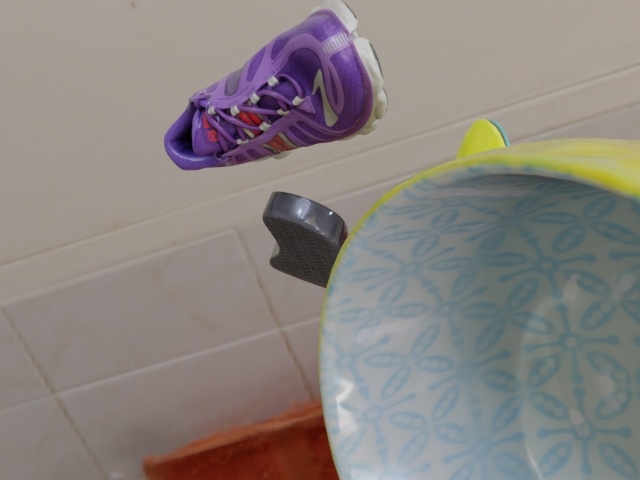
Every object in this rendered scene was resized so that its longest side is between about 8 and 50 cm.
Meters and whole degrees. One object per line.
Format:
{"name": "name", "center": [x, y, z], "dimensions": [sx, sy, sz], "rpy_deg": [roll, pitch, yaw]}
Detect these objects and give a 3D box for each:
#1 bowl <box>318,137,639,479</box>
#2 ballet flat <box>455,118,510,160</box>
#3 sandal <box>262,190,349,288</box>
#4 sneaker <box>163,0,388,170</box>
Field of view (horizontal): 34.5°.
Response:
{"name": "bowl", "center": [0.149, 0.082, 0.403], "dimensions": [0.289, 0.156, 0.290], "rpy_deg": [33, -44, 39]}
{"name": "ballet flat", "center": [0.167, -0.018, 1.118], "dimensions": [0.077, 0.077, 0.231], "rpy_deg": [40, -33, 46]}
{"name": "sandal", "center": [0.001, 0.000, 1.001], "dimensions": [0.254, 0.097, 0.055], "rpy_deg": [91, 21, -75]}
{"name": "sneaker", "center": [-0.028, -0.066, 0.533], "dimensions": [0.170, 0.071, 0.068], "rpy_deg": [-25, -87, 56]}
